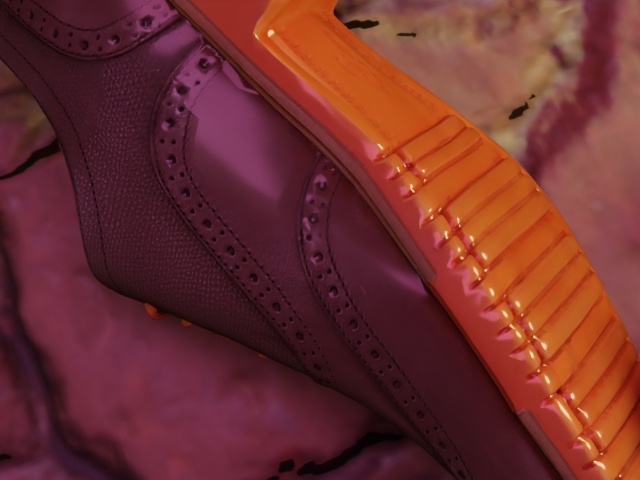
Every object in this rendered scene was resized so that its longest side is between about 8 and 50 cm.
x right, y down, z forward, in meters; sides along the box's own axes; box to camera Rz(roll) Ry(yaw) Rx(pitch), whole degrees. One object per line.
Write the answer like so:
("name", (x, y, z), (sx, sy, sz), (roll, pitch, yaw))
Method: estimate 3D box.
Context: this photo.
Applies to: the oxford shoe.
("oxford shoe", (0.000, 0.000, 0.550), (0.133, 0.130, 0.363), (-41, 81, 22))
